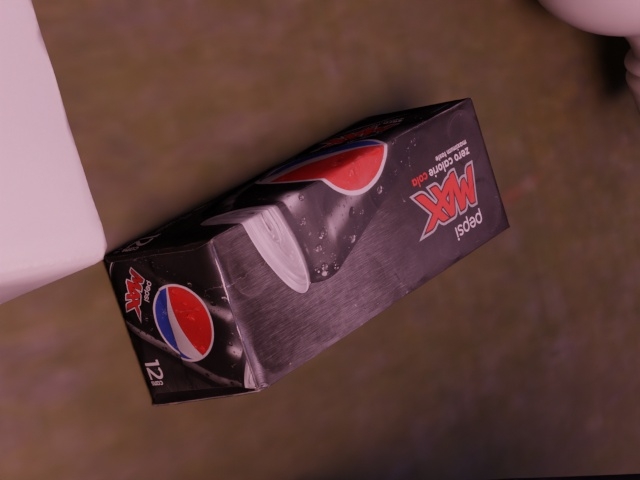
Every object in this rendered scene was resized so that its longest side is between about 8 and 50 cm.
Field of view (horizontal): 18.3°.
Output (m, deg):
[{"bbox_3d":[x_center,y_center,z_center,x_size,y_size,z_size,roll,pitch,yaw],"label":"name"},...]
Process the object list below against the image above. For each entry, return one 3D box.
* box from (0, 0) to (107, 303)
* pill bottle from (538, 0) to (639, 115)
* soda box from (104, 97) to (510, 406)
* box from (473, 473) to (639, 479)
[{"bbox_3d":[-0.239,-0.051,0.340,0.345,0.168,0.215,-10,79,-50],"label":"box"},{"bbox_3d":[0.147,-0.214,0.844,0.181,0.181,0.323,-39,113,-46],"label":"pill bottle"},{"bbox_3d":[0.000,0.000,0.732,0.169,0.053,0.060,-31,108,-48],"label":"soda box"},{"bbox_3d":[0.084,0.233,0.602,0.183,0.296,0.294,-27,104,-48],"label":"box"}]
